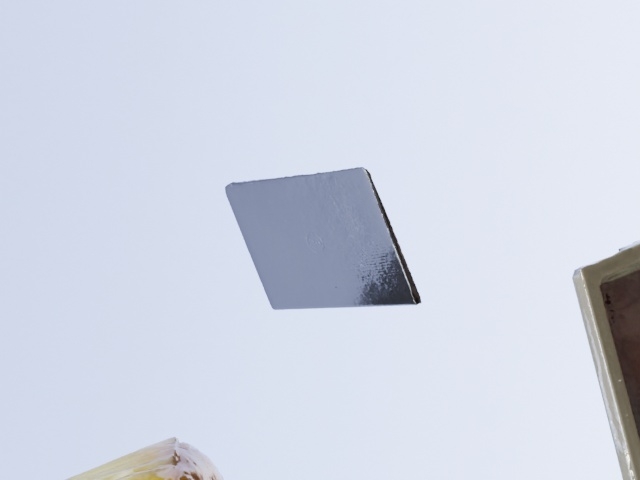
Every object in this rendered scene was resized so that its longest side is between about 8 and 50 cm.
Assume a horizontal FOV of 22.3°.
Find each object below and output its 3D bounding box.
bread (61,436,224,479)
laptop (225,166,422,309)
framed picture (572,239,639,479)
[{"bbox_3d":[-0.126,0.323,1.461,0.204,0.156,0.288,-96,-11,-68],"label":"bread"},{"bbox_3d":[0.000,0.000,1.451,0.016,0.197,0.135,-35,-69,-38],"label":"laptop"},{"bbox_3d":[0.339,0.073,1.285,0.289,0.020,0.211,-20,-79,-24],"label":"framed picture"}]
